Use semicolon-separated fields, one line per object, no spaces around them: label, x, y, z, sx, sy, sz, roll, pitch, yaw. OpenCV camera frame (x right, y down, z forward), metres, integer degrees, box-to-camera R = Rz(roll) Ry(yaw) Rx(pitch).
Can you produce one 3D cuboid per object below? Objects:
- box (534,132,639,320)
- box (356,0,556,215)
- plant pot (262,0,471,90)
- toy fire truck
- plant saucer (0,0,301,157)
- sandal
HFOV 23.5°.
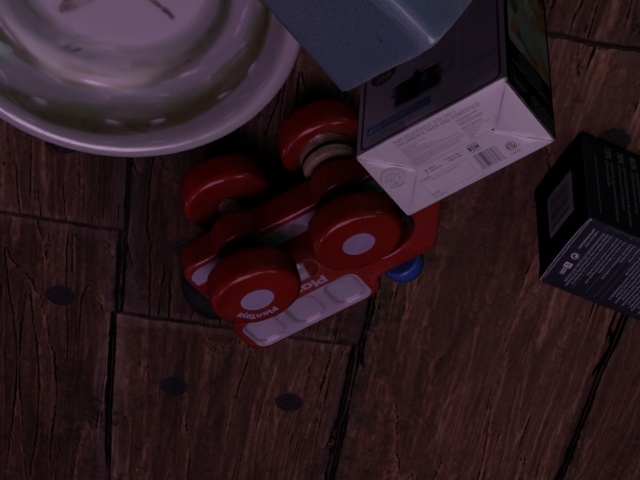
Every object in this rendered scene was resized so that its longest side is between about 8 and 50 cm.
box;0.354;-0.003;1.713;0.207;0.153;0.108;22;130;-14
box;0.128;-0.178;1.484;0.169;0.290;0.087;-27;125;27
plant pot;0.038;-0.320;1.360;0.252;0.247;0.248;42;166;-11
toy fire truck;0.000;0.000;1.725;0.302;0.169;0.254;-27;146;11
plant saucer;-0.210;-0.266;1.562;0.400;0.100;0.400;3;132;3
sandal;-0.092;0.011;1.830;0.097;0.054;0.254;25;129;-17
